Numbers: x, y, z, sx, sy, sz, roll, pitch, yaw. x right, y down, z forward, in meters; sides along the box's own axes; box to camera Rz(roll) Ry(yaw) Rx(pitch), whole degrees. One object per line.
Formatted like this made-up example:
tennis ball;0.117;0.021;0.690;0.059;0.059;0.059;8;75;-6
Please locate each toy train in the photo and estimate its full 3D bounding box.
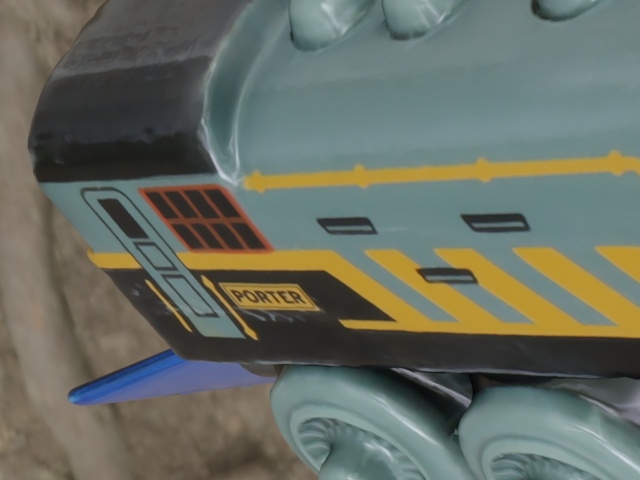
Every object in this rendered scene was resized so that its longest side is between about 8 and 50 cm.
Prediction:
toy train;0.066;-0.006;0.554;0.190;0.334;0.142;50;59;-30

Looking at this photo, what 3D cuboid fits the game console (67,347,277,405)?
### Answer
game console;0.000;0.000;1.310;0.293;0.173;0.250;-2;104;-53
